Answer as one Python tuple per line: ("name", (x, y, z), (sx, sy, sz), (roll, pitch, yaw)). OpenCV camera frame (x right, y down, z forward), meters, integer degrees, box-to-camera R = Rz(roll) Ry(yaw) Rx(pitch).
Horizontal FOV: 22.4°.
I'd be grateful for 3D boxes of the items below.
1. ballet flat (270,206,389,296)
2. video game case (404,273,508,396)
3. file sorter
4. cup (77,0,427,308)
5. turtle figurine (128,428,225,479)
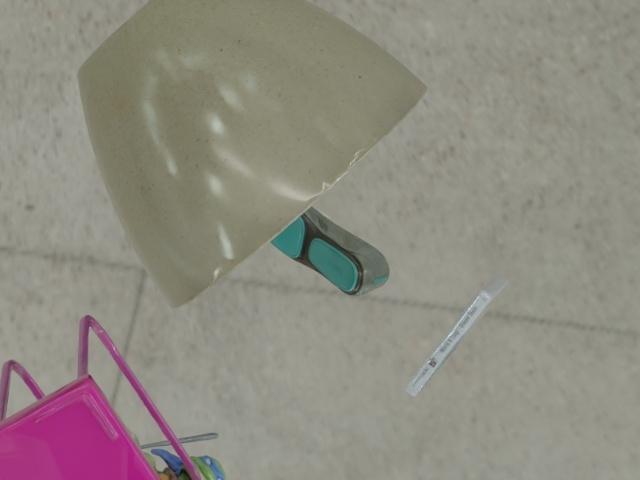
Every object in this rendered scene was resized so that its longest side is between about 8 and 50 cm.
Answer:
("ballet flat", (0.000, 0.000, 1.961), (0.068, 0.213, 0.072), (-13, 130, -42))
("video game case", (0.156, 0.105, 1.828), (0.019, 0.157, 0.143), (38, 102, 7))
("file sorter", (-0.241, 0.219, 1.190), (0.291, 0.182, 0.202), (-30, 109, 3))
("cup", (-0.098, -0.128, 1.571), (0.331, 0.331, 0.237), (-40, 96, 13))
("turtle figurine", (-0.201, 0.303, 1.647), (0.266, 0.275, 0.197), (-29, 122, -15))
